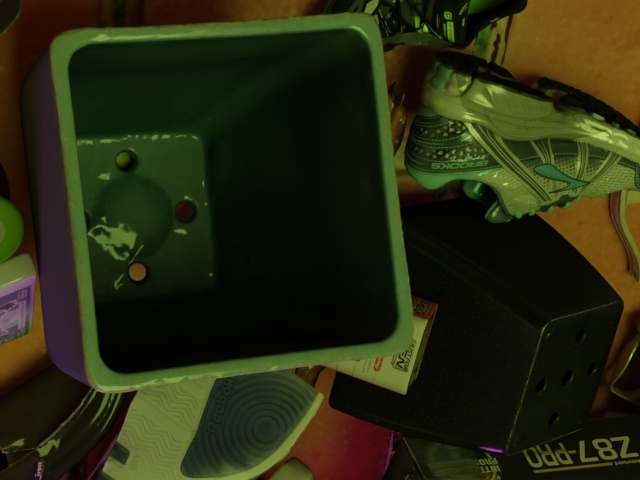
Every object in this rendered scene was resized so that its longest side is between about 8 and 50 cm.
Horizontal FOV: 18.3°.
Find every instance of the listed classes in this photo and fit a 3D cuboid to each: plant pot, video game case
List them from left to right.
[{"bbox_3d":[-0.305,0.076,1.509,0.183,0.201,0.023,-23,80,-14],"label":"video game case"},{"bbox_3d":[-0.106,-0.023,1.483,0.247,0.252,0.247,-6,89,-24],"label":"plant pot"},{"bbox_3d":[0.145,0.081,1.691,0.188,0.167,0.187,-10,121,-49],"label":"plant pot"}]

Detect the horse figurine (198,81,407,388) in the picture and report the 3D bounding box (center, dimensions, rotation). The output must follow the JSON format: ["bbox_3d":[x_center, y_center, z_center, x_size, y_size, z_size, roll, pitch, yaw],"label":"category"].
[{"bbox_3d":[0.000,0.000,1.680,0.174,0.066,0.263,-16,119,-11],"label":"horse figurine"}]

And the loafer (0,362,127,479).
[{"bbox_3d":[-0.236,0.154,1.631,0.078,0.080,0.220,30,99,-35],"label":"loafer"}]

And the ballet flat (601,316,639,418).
[{"bbox_3d":[0.309,0.160,1.922,0.067,0.073,0.206,10,109,-1],"label":"ballet flat"}]

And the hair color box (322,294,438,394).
[{"bbox_3d":[0.018,0.066,1.622,0.141,0.043,0.072,20,112,11],"label":"hair color box"}]

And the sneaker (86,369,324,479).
[{"bbox_3d":[-0.146,0.219,1.669,0.127,0.182,0.315,41,75,1],"label":"sneaker"}]

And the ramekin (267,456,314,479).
[{"bbox_3d":[-0.067,0.323,1.675,0.127,0.273,0.273,42,93,5],"label":"ramekin"}]

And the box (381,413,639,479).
[{"bbox_3d":[0.165,0.326,1.841,0.318,0.097,0.395,0,133,-26],"label":"box"}]

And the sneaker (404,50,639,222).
[{"bbox_3d":[0.182,-0.073,1.700,0.283,0.110,0.122,15,110,-35],"label":"sneaker"}]

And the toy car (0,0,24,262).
[{"bbox_3d":[-0.271,-0.099,1.454,0.149,0.155,0.188,26,89,-34],"label":"toy car"}]

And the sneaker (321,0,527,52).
[{"bbox_3d":[0.084,-0.189,1.615,0.188,0.078,0.067,-18,121,-17],"label":"sneaker"}]

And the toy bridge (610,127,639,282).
[{"bbox_3d":[0.300,-0.048,1.825,0.063,0.026,0.188,-9,118,-21],"label":"toy bridge"}]
